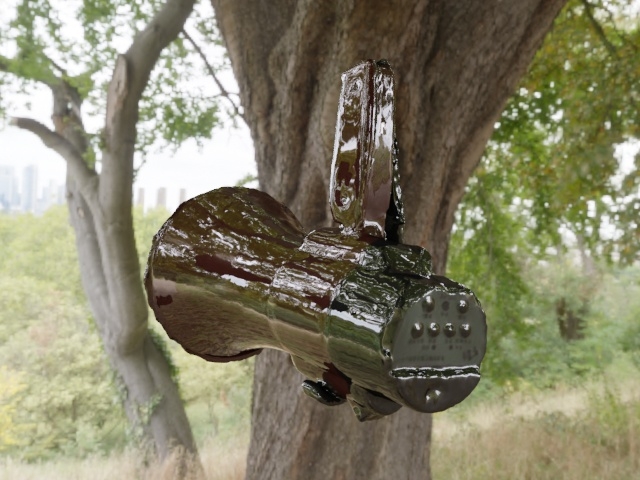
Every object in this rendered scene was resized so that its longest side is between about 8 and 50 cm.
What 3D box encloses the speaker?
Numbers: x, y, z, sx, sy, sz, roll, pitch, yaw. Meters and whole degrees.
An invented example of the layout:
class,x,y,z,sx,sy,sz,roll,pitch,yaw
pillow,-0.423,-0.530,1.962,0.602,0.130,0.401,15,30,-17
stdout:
class,x,y,z,sx,sy,sz,roll,pitch,yaw
speaker,0.009,0.010,0.551,0.198,0.259,0.330,36,-20,-32
